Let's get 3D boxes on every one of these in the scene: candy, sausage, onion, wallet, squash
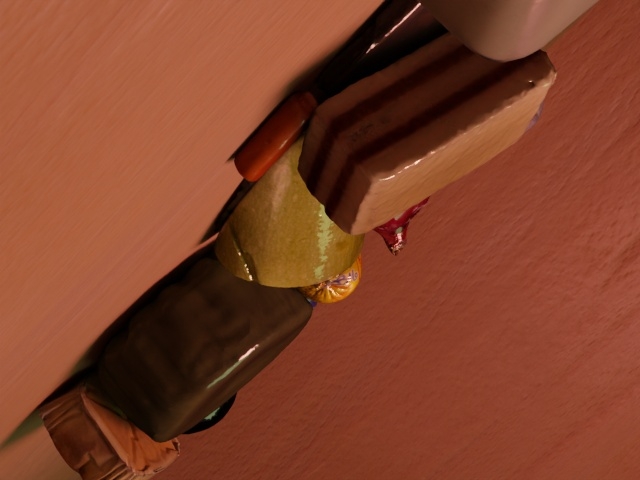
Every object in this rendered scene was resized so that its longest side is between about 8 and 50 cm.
[{"bbox_3d":[0.133,-0.145,1.236,0.320,0.135,0.179,-33,164,-24],"label":"candy"},{"bbox_3d":[-0.052,-0.125,1.179,0.131,0.039,0.041,-46,166,25],"label":"sausage"},{"bbox_3d":[0.117,-0.074,1.815,0.195,0.218,0.140,-10,-175,2],"label":"onion"},{"bbox_3d":[0.000,0.000,1.673,0.123,0.123,0.347,-44,-159,15],"label":"sausage"},{"bbox_3d":[0.131,-0.275,1.187,0.309,0.042,0.165,-43,161,22],"label":"wallet"},{"bbox_3d":[-0.025,-0.107,1.425,0.233,0.210,0.309,-37,144,-37],"label":"squash"}]

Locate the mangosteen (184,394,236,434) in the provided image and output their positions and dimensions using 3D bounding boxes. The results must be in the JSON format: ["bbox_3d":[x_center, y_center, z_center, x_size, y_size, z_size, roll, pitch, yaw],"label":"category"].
[{"bbox_3d":[-0.273,0.281,2.032,0.243,0.243,0.243,-42,175,-5],"label":"mangosteen"}]

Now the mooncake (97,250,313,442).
[{"bbox_3d":[-0.193,0.159,1.637,0.356,0.194,0.356,-41,171,-8],"label":"mooncake"}]

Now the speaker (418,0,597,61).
[{"bbox_3d":[0.251,-0.352,0.839,0.406,0.183,0.184,-40,169,-14],"label":"speaker"}]

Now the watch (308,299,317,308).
[{"bbox_3d":[-0.120,0.090,1.899,0.200,0.171,0.196,-27,174,-7],"label":"watch"}]

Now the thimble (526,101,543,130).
[{"bbox_3d":[0.227,-0.218,1.576,0.172,0.205,0.236,-45,180,43],"label":"thimble"}]

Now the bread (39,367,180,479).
[{"bbox_3d":[-0.356,0.324,1.666,0.110,0.210,0.192,-39,176,16],"label":"bread"}]
